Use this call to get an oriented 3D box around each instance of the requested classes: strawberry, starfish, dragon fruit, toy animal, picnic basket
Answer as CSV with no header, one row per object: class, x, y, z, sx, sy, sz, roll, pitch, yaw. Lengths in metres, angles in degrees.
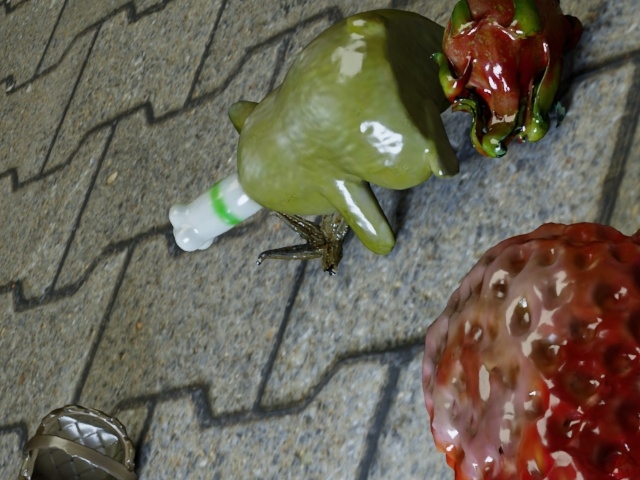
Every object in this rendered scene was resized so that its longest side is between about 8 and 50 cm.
strawberry,0.173,0.126,1.283,0.265,0.149,0.336,-47,29,26
starfish,0.000,0.004,1.859,0.133,0.041,0.130,-27,43,5
dragon fruit,0.173,-0.154,1.638,0.142,0.138,0.175,118,148,-65
toy animal,0.011,-0.092,1.802,0.363,0.180,0.181,-37,28,51
picnic basket,-0.267,0.252,2.015,0.178,0.128,0.137,-23,45,67
